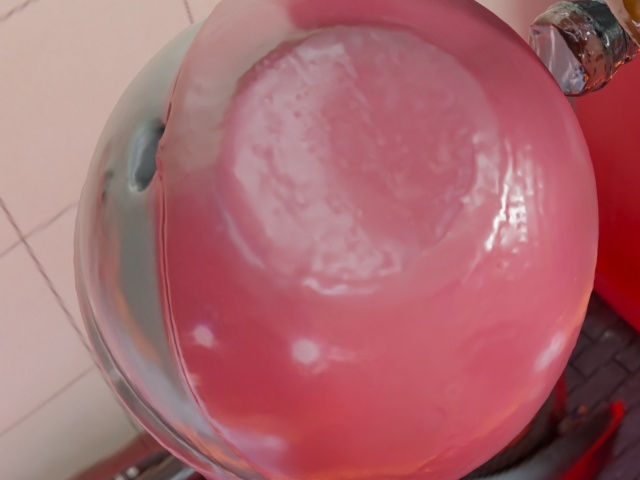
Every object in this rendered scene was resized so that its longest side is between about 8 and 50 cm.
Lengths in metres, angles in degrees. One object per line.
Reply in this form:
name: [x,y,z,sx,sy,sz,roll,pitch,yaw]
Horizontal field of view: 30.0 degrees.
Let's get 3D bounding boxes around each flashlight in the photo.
flashlight: [0.299,-0.214,1.092,0.232,0.093,0.093,-31,144,-18]

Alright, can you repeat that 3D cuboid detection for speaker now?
speaker: [0.000,0.000,0.654,0.294,0.294,0.294,-29,143,-25]

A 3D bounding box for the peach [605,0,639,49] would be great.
peach: [0.250,-0.178,0.582,0.251,0.153,0.251,-4,137,-4]
